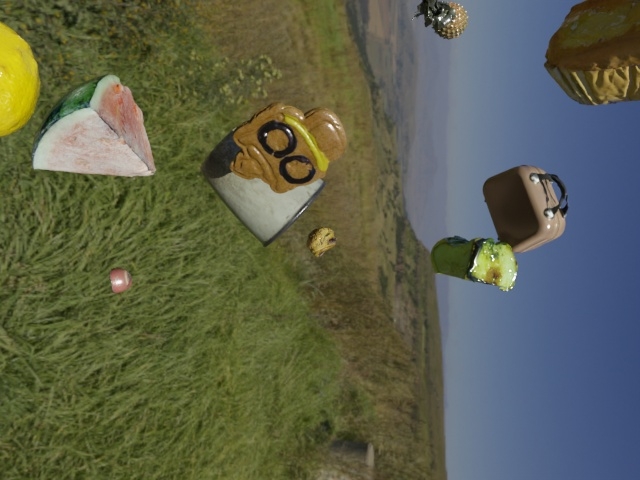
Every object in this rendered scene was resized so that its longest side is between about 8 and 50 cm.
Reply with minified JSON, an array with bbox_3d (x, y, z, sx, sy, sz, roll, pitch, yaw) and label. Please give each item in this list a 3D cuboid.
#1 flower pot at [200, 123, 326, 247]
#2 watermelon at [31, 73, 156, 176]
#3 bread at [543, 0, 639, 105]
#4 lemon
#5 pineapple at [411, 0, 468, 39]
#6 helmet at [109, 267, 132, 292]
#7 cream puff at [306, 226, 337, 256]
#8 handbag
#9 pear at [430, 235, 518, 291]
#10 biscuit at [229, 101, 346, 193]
[{"bbox_3d":[-0.194,-0.187,1.490,0.330,0.294,0.293,43,27,-9],"label":"flower pot"},{"bbox_3d":[-0.613,-0.286,1.251,0.283,0.251,0.292,-81,164,-50],"label":"watermelon"},{"bbox_3d":[0.451,-0.270,0.598,0.119,0.288,0.152,42,72,-32],"label":"bread"},{"bbox_3d":[-0.791,-0.374,1.069,0.260,0.261,0.283,-34,109,-75],"label":"lemon"},{"bbox_3d":[0.379,-0.715,1.461,0.251,0.125,0.125,-12,104,-51],"label":"pineapple"},{"bbox_3d":[-0.507,0.099,1.183,0.084,0.049,0.065,-160,-120,-70],"label":"helmet"},{"bbox_3d":[0.000,0.000,1.852,0.104,0.120,0.133,64,12,14],"label":"cream puff"},{"bbox_3d":[0.748,-0.127,1.653,0.283,0.149,0.301,-36,-118,53],"label":"handbag"},{"bbox_3d":[0.536,0.071,1.659,0.255,0.239,0.163,9,-94,63],"label":"pear"},{"bbox_3d":[-0.082,-0.201,1.035,0.208,0.291,0.041,55,29,-33],"label":"biscuit"}]
